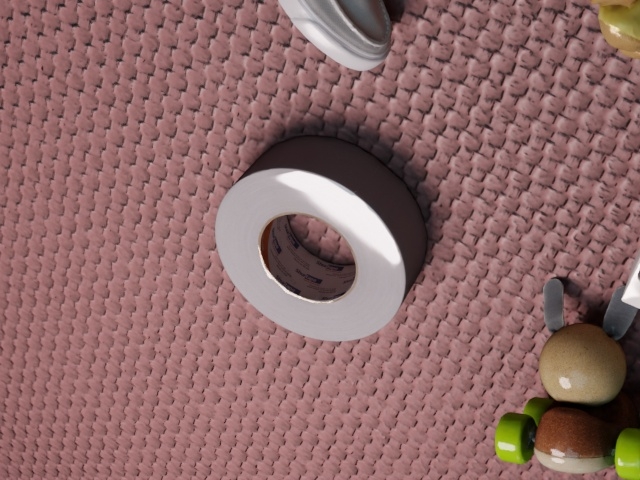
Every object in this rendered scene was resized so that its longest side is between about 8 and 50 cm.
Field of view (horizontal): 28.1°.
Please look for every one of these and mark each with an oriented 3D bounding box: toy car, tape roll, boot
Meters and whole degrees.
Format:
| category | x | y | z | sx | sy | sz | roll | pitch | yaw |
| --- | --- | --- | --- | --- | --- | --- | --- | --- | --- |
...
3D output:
| category | x | y | z | sx | sy | sz | roll | pitch | yaw |
| --- | --- | --- | --- | --- | --- | --- | --- | --- | --- |
| toy car | 0.272 | 0.134 | 1.306 | 0.155 | 0.149 | 0.188 | 3 | 98 | 30 |
| tape roll | 0.000 | 0.000 | 1.363 | 0.219 | 0.072 | 0.219 | 14 | 128 | 18 |
| boot | 0.008 | -0.277 | 1.135 | 0.123 | 0.095 | 0.258 | -23 | 109 | 45 |

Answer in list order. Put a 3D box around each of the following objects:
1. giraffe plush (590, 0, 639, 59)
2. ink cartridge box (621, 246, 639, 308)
| category | x | y | z | sx | sy | sz | roll | pitch | yaw |
| --- | --- | --- | --- | --- | --- | --- | --- | --- | --- |
| giraffe plush | 0.290 | -0.259 | 0.981 | 0.170 | 0.181 | 0.210 | -11 | 84 | 22 |
| ink cartridge box | 0.335 | 0.019 | 1.112 | 0.115 | 0.198 | 0.067 | 24 | 131 | 11 |
